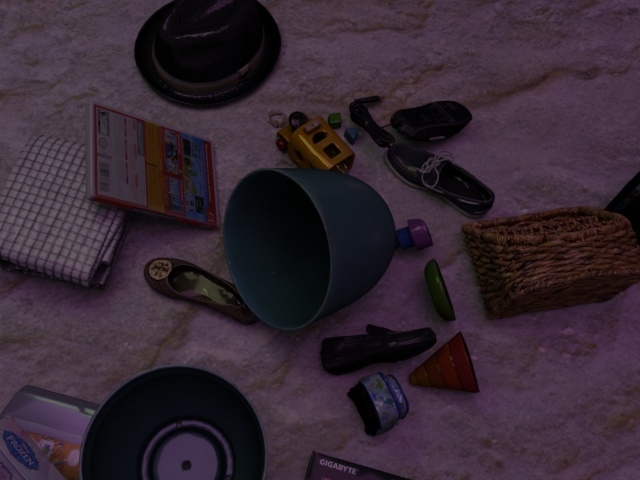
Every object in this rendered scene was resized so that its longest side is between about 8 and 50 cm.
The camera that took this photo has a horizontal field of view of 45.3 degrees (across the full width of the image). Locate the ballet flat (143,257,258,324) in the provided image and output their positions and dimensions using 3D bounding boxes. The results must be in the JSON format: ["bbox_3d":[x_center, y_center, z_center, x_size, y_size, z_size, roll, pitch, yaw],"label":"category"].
[{"bbox_3d":[-0.226,0.092,1.486,0.249,0.058,0.084,25,66,4],"label":"ballet flat"}]

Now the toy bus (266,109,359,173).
[{"bbox_3d":[-0.018,-0.211,1.615,0.202,0.104,0.191,7,66,-4],"label":"toy bus"}]

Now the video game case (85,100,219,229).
[{"bbox_3d":[-0.325,-0.142,1.504,0.285,0.025,0.204,14,59,-42],"label":"video game case"}]

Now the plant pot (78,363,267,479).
[{"bbox_3d":[-0.233,0.373,1.286,0.292,0.196,0.293,1,69,-3],"label":"plant pot"}]

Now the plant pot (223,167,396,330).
[{"bbox_3d":[0.000,0.000,1.434,0.235,0.293,0.293,-12,65,-43],"label":"plant pot"}]

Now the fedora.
[{"bbox_3d":[-0.246,-0.459,1.671,0.333,0.152,0.334,2,66,-5],"label":"fedora"}]

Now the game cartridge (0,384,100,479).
[{"bbox_3d":[-0.496,0.409,1.323,0.198,0.062,0.297,17,66,-4],"label":"game cartridge"}]

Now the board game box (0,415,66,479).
[{"bbox_3d":[-0.478,0.491,1.174,0.318,0.066,0.319,47,107,8],"label":"board game box"}]

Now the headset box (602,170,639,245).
[{"bbox_3d":[0.765,-0.052,1.559,0.283,0.246,0.131,43,68,11],"label":"headset box"}]

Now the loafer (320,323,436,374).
[{"bbox_3d":[0.106,0.192,1.445,0.223,0.076,0.078,-15,60,12],"label":"loafer"}]

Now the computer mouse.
[{"bbox_3d":[0.190,-0.266,1.690,0.262,0.060,0.184,-18,46,-25],"label":"computer mouse"}]

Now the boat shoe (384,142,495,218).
[{"bbox_3d":[0.253,-0.137,1.627,0.254,0.079,0.095,37,70,10],"label":"boat shoe"}]

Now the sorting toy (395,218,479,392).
[{"bbox_3d":[0.197,0.136,1.504,0.126,0.127,0.366,-20,70,11],"label":"sorting toy"}]

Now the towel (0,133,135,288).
[{"bbox_3d":[-0.490,-0.050,1.489,0.234,0.121,0.284,15,64,-2],"label":"towel"}]

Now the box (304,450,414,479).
[{"bbox_3d":[0.067,0.488,1.351,0.220,0.051,0.175,16,66,1],"label":"box"}]

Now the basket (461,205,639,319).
[{"bbox_3d":[0.459,0.007,1.515,0.299,0.213,0.223,-7,68,-10],"label":"basket"}]

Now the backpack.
[{"bbox_3d":[0.110,0.293,1.406,0.084,0.114,0.105,-22,70,-15],"label":"backpack"}]
